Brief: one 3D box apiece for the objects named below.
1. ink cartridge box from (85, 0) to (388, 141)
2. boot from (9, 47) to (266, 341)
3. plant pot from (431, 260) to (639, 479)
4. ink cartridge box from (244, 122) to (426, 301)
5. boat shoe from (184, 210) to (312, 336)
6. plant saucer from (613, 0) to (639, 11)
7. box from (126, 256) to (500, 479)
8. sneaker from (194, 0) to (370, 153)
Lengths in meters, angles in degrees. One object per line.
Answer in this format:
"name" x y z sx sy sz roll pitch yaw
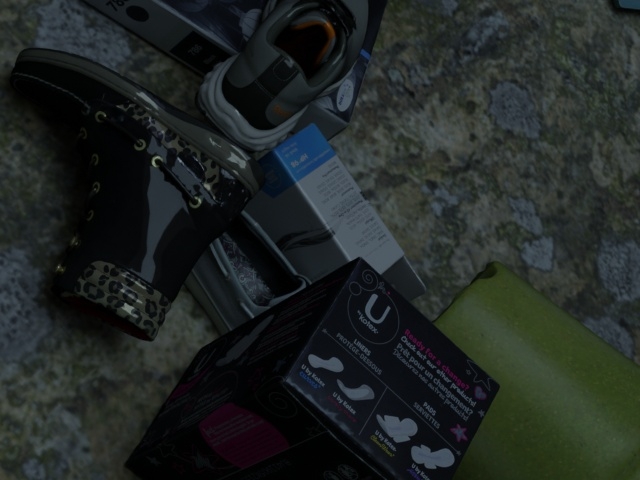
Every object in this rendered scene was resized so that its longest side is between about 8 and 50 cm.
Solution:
"ink cartridge box" -0.099 -0.239 1.698 0.332 0.065 0.165 30 56 -20
"boot" -0.186 -0.041 1.524 0.236 0.085 0.179 28 75 8
"plant pot" 0.178 0.166 1.605 0.254 0.276 0.276 45 50 4
"ink cartridge box" 0.000 0.000 1.631 0.060 0.104 0.180 -36 92 -40
"boat shoe" -0.042 0.059 1.590 0.227 0.081 0.079 51 50 -5
"plant saucer" 0.335 -0.342 2.081 0.067 0.018 0.192 2 68 -35
"box" -0.007 0.146 1.467 0.163 0.247 0.142 42 53 -13
"sneaker" -0.007 -0.174 1.611 0.100 0.108 0.271 43 37 -9
